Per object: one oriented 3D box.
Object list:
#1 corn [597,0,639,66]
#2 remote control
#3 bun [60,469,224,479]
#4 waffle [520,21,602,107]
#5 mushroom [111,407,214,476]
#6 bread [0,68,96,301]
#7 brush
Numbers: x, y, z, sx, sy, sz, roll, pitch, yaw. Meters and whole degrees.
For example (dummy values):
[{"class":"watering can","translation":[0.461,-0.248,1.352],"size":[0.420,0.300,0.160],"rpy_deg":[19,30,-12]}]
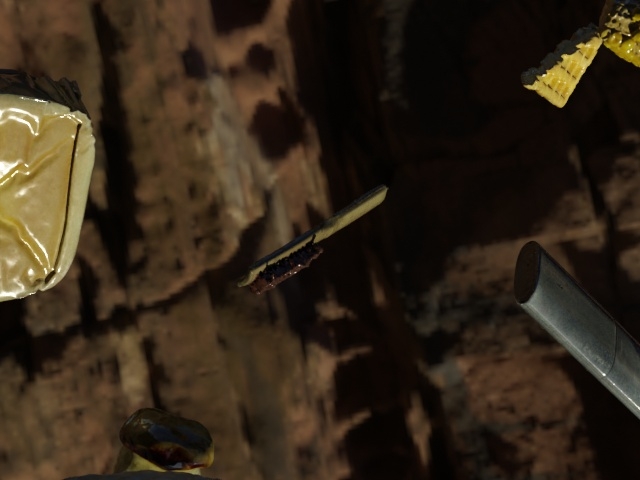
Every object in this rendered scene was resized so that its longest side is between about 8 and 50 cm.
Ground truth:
[{"class":"corn","translation":[0.416,-0.195,1.480],"size":[0.097,0.262,0.097],"rpy_deg":[-159,-90,-80]},{"class":"remote control","translation":[0.376,0.148,1.802],"size":[0.377,0.044,0.107],"rpy_deg":[41,36,-27]},{"class":"bun","translation":[-0.134,0.288,0.889],"size":[0.354,0.354,0.194],"rpy_deg":[-78,165,-70]},{"class":"waffle","translation":[0.288,-0.221,1.645],"size":[0.032,0.125,0.191],"rpy_deg":[36,8,17]},{"class":"mushroom","translation":[-0.189,0.288,1.602],"size":[0.333,0.107,0.087],"rpy_deg":[108,3,-59]},{"class":"bread","translation":[-0.310,-0.051,1.260],"size":[0.110,0.192,0.210],"rpy_deg":[46,-51,52]},{"class":"brush","translation":[0.000,0.000,1.681],"size":[0.248,0.043,0.036],"rpy_deg":[-32,84,-39]}]
